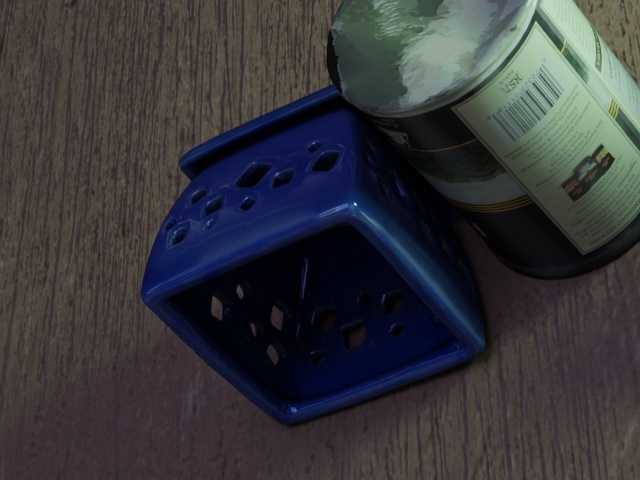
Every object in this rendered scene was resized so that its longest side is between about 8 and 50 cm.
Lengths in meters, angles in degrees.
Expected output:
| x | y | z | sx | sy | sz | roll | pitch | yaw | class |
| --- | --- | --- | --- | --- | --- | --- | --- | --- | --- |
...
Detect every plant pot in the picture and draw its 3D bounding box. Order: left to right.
| x | y | z | sx | sy | sz | roll | pitch | yaw | class |
| --- | --- | --- | --- | --- | --- | --- | --- | --- | --- |
| 0.000 | 0.000 | 1.625 | 0.236 | 0.236 | 0.212 | -22 | 42 | 26 | plant pot |

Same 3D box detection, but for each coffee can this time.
| x | y | z | sx | sy | sz | roll | pitch | yaw | class |
| --- | --- | --- | --- | --- | --- | --- | --- | --- | --- |
| 0.162 | -0.121 | 1.542 | 0.201 | 0.275 | 0.201 | -22 | 48 | 26 | coffee can |
